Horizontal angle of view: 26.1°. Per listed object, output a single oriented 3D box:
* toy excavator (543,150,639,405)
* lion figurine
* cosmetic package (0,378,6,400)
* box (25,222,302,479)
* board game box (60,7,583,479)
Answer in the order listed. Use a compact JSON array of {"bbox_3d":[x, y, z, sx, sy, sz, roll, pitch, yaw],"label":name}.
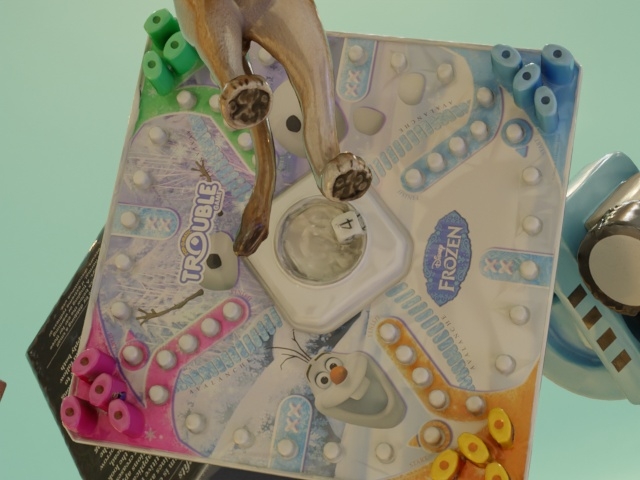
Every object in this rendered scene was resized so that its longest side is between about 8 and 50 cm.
[{"bbox_3d":[0.252,0.033,1.543,0.433,0.445,0.222,54,46,-6],"label":"toy excavator"},{"bbox_3d":[-0.034,-0.205,0.805,0.142,0.392,0.240,-2,42,-29],"label":"lion figurine"},{"bbox_3d":[-0.358,0.209,0.990,0.129,0.153,0.296,19,81,12],"label":"cosmetic package"},{"bbox_3d":[-0.086,0.179,1.413,0.212,0.293,0.395,-56,37,11],"label":"box"},{"bbox_3d":[0.000,0.000,1.152,0.389,0.050,0.390,7,76,12],"label":"board game box"}]
